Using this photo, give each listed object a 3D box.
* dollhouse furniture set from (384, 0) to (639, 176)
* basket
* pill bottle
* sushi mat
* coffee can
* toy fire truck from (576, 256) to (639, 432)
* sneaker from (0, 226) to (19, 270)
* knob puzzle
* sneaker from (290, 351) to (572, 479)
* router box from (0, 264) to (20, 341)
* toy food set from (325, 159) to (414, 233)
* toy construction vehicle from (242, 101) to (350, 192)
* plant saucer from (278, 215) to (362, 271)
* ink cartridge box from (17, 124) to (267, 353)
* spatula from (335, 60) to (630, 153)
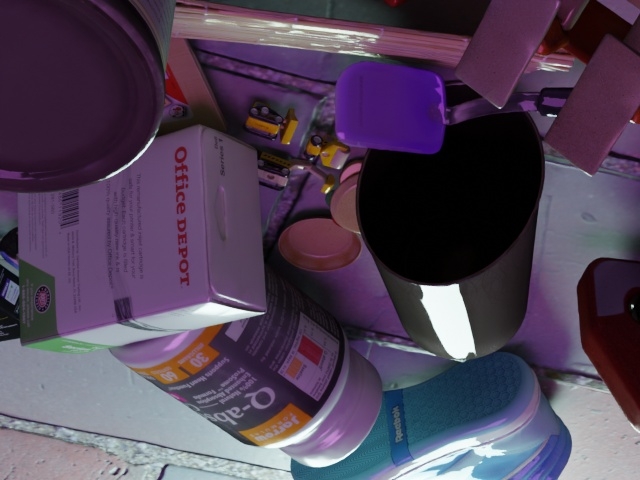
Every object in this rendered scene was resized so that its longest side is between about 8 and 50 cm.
[{"bbox_3d":[0.173,-0.167,1.005,0.259,0.262,0.135,39,130,16],"label":"dollhouse furniture set"},{"bbox_3d":[0.123,0.003,1.268,0.154,0.204,0.227,11,154,15],"label":"basket"},{"bbox_3d":[-0.071,0.112,1.411,0.162,0.162,0.278,-26,132,30],"label":"pill bottle"},{"bbox_3d":[0.025,-0.157,1.099,0.317,0.019,0.151,5,-177,-13],"label":"sushi mat"},{"bbox_3d":[-0.191,-0.200,0.947,0.202,0.275,0.201,2,141,2],"label":"coffee can"},{"bbox_3d":[0.397,0.111,1.312,0.302,0.254,0.169,7,140,-6],"label":"toy fire truck"},{"bbox_3d":[-0.255,0.042,1.415,0.162,0.063,0.073,30,137,-29],"label":"sneaker"},{"bbox_3d":[-0.197,-0.144,1.209,0.213,0.030,0.213,1,141,1],"label":"knob puzzle"},{"bbox_3d":[0.139,0.257,1.606,0.319,0.127,0.208,-21,134,27],"label":"sneaker"},{"bbox_3d":[-0.381,0.057,1.422,0.179,0.046,0.133,-11,141,37],"label":"router box"},{"bbox_3d":[0.047,-0.037,1.328,0.083,0.020,0.082,15,129,-23],"label":"toy food set"},{"bbox_3d":[-0.026,-0.085,1.273,0.098,0.035,0.086,17,137,-6],"label":"toy construction vehicle"},{"bbox_3d":[0.000,0.000,1.385,0.083,0.015,0.083,2,141,1],"label":"plant saucer"},{"bbox_3d":[-0.161,0.004,1.252,0.219,0.160,0.092,-13,163,30],"label":"ink cartridge box"},{"bbox_3d":[0.160,-0.112,1.163,0.296,0.030,0.084,-1,125,1],"label":"spatula"}]
